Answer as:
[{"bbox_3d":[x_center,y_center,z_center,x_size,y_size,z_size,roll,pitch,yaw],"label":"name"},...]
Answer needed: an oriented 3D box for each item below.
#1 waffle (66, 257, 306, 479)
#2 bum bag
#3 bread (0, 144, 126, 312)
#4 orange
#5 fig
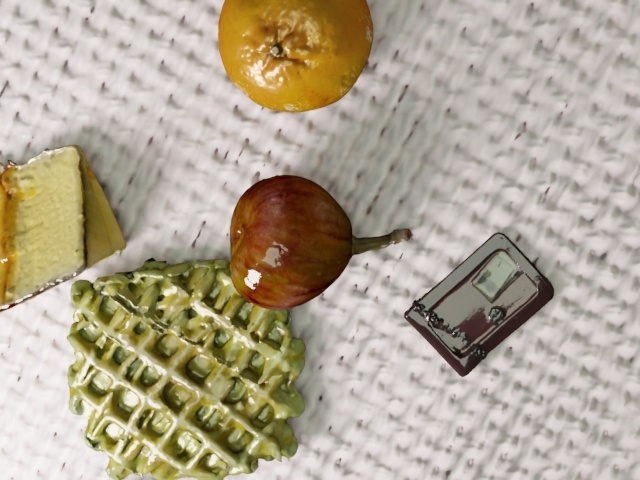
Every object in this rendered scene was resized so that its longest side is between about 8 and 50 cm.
[{"bbox_3d":[-0.173,0.167,1.216,0.317,0.073,0.297,-7,96,12],"label":"waffle"},{"bbox_3d":[0.191,0.075,1.164,0.159,0.026,0.109,-42,89,8],"label":"bum bag"},{"bbox_3d":[-0.388,-0.009,1.197,0.240,0.135,0.178,-23,94,15],"label":"bread"},{"bbox_3d":[-0.030,-0.232,1.094,0.178,0.155,0.177,0,89,1],"label":"orange"},{"bbox_3d":[-0.028,-0.002,1.142,0.149,0.202,0.148,51,121,20],"label":"fig"}]
